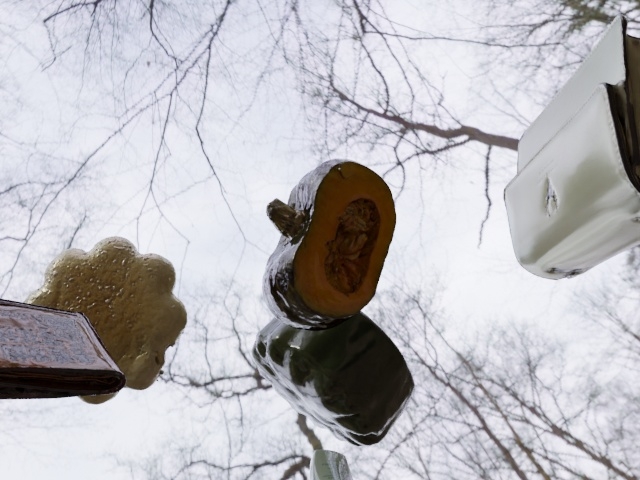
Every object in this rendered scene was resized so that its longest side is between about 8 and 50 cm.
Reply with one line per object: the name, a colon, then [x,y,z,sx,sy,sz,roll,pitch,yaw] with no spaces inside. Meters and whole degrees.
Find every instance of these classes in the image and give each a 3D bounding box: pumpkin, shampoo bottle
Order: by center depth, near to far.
shampoo bottle: [0.028,0.394,0.933,0.072,0.212,0.049,19,-76,-17]
pumpkin: [0.000,0.000,1.121,0.222,0.139,0.317,28,-104,-25]

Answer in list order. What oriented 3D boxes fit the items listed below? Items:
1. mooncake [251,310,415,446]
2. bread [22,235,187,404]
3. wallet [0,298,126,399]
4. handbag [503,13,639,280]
mooncake: [0.021,0.283,1.360,0.194,0.356,0.356,-44,-56,-25]
bread: [-0.398,0.138,1.162,0.316,0.054,0.315,0,-105,0]
wallet: [-0.347,0.126,0.767,0.196,0.161,0.042,16,-70,-47]
handbag: [0.373,-0.095,0.836,0.160,0.358,0.236,6,-105,0]
